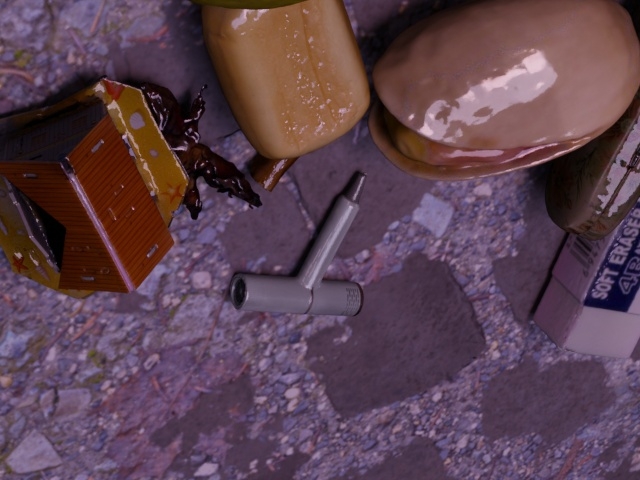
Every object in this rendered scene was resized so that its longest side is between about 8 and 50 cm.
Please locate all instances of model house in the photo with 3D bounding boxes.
[{"bbox_3d":[-0.225,-0.015,1.509,0.207,0.136,0.219,-21,119,3],"label":"model house"}]

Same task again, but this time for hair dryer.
[{"bbox_3d":[-0.006,-0.002,1.756,0.154,0.044,0.183,3,114,-33],"label":"hair dryer"}]

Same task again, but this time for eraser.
[{"bbox_3d":[0.372,0.001,1.937,0.130,0.086,0.287,9,116,-32],"label":"eraser"}]

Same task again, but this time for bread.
[{"bbox_3d":[-0.038,-0.187,1.566,0.147,0.098,0.217,-25,132,-11],"label":"bread"},{"bbox_3d":[-0.040,-0.091,1.669,0.036,0.047,0.083,37,98,-10],"label":"bread"}]

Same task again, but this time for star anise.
[{"bbox_3d":[-0.158,-0.072,1.606,0.157,0.053,0.212,-32,133,-8],"label":"star anise"}]

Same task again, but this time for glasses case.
[{"bbox_3d":[0.374,-0.193,1.757,0.098,0.156,0.425,23,109,-14],"label":"glasses case"}]

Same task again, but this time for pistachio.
[{"bbox_3d":[0.195,-0.164,1.660,0.299,0.187,0.188,-22,129,-14],"label":"pistachio"}]

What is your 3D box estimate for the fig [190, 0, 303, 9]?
[{"bbox_3d":[-0.042,-0.340,1.299,0.343,0.343,0.343,-15,127,-21],"label":"fig"}]
